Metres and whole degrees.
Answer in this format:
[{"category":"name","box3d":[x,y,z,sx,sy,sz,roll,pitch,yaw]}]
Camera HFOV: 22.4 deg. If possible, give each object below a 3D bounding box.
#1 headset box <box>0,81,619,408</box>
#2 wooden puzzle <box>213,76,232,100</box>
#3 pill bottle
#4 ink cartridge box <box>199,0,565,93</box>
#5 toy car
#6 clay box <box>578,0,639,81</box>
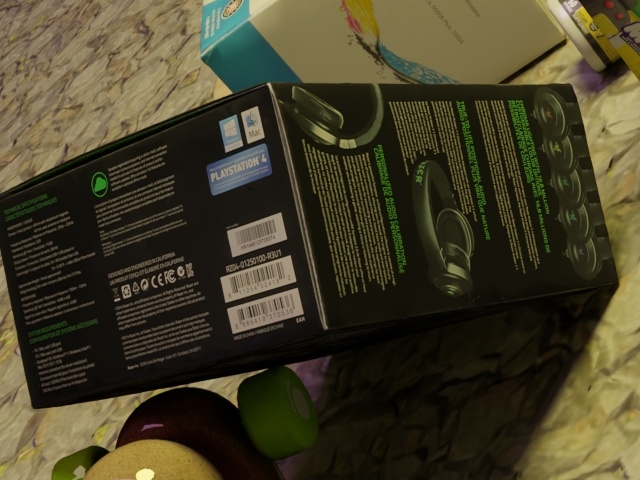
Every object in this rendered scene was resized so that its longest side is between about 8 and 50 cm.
[{"category":"headset box","box3d":[0.000,0.000,0.951,0.246,0.131,0.283,-18,-8,43]},{"category":"wooden puzzle","box3d":[-0.003,-0.237,1.578,0.221,0.044,0.239,-31,32,22]},{"category":"pill bottle","box3d":[0.221,-0.176,1.127,0.116,0.065,0.065,-37,26,12]},{"category":"ink cartridge box","box3d":[0.046,-0.190,1.276,0.232,0.168,0.171,-33,27,19]},{"category":"toy car","box3d":[-0.080,0.163,0.864,0.155,0.149,0.188,-25,-1,15]},{"category":"clay box","box3d":[0.202,-0.179,0.975,0.053,0.222,0.127,-14,38,45]}]
